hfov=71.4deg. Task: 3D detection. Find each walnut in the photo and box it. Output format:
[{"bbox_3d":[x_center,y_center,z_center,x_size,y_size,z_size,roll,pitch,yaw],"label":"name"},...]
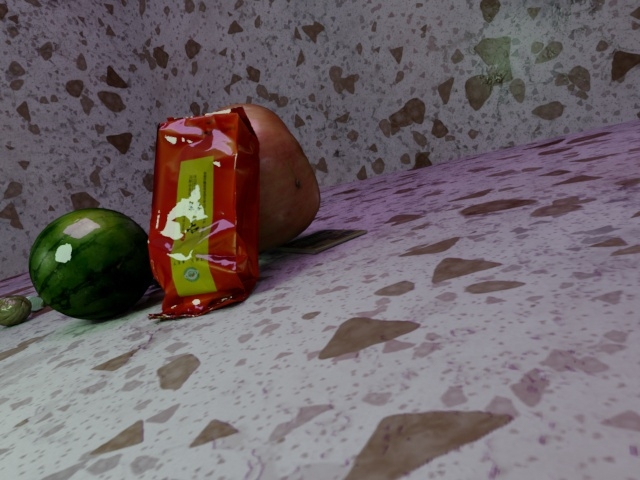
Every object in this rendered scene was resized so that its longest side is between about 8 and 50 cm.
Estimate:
[{"bbox_3d":[-0.798,0.181,1.150,0.092,0.092,0.092,-15,10,3],"label":"walnut"}]

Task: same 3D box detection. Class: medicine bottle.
[{"bbox_3d":[-0.834,0.181,1.277,0.083,0.047,0.047,-7,13,40],"label":"medicine bottle"}]

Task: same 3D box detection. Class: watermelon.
[{"bbox_3d":[-0.480,0.049,0.950,0.242,0.242,0.242,-15,10,3],"label":"watermelon"}]

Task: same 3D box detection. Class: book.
[{"bbox_3d":[0.000,0.000,1.146,0.168,0.013,0.192,-21,13,-32],"label":"book"}]

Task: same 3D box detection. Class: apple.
[{"bbox_3d":[-0.199,-0.157,1.167,0.347,0.391,0.391,-24,10,1],"label":"apple"}]

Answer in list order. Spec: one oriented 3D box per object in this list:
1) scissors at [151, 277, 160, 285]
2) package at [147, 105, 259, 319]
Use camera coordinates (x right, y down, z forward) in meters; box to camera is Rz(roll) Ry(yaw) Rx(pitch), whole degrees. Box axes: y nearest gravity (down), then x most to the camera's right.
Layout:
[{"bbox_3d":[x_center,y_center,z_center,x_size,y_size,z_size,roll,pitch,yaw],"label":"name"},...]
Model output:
[{"bbox_3d":[-0.358,0.075,1.173,0.289,0.041,0.138,-19,4,-18],"label":"scissors"},{"bbox_3d":[-0.226,-0.057,0.879,0.196,0.423,0.123,-7,-17,13],"label":"package"}]
